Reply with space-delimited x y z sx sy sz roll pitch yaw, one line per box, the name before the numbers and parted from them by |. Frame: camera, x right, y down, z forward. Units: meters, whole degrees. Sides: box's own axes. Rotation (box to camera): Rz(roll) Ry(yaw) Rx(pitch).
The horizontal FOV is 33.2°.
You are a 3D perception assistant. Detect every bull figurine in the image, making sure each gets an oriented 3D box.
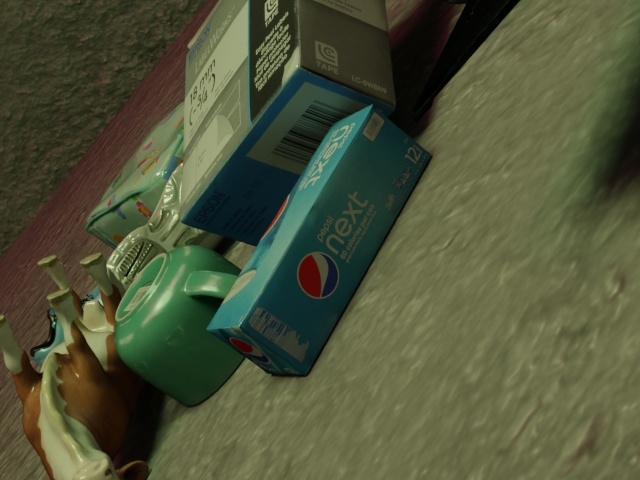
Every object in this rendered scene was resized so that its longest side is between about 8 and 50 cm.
bull figurine | -0.221 0.127 0.989 0.101 0.188 0.310 -17 15 2

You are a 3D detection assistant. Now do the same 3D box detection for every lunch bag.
lunch bag | -0.175 -0.093 1.377 0.279 0.108 0.224 -22 32 56

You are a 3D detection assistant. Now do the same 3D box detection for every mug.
mug | -0.114 0.060 0.957 0.158 0.097 0.129 -46 19 21

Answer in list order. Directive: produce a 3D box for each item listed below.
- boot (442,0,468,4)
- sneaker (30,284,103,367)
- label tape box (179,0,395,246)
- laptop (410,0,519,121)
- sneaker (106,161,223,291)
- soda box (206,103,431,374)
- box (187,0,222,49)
boot | 0.129 -0.318 1.027 0.348 0.131 0.260 103 163 -64
sneaker | -0.323 0.105 1.421 0.162 0.073 0.063 -57 18 -13
label tape box | -0.041 -0.197 1.044 0.240 0.105 0.334 -46 36 44
laptop | 0.279 -0.236 0.517 0.407 0.236 0.382 14 60 25
sneaker | -0.150 -0.011 1.200 0.232 0.090 0.115 -46 -8 -17
soda box | 0.000 0.000 0.841 0.210 0.067 0.071 -59 19 -20
box | -0.078 -0.304 1.495 0.170 0.130 0.091 -60 20 -20
